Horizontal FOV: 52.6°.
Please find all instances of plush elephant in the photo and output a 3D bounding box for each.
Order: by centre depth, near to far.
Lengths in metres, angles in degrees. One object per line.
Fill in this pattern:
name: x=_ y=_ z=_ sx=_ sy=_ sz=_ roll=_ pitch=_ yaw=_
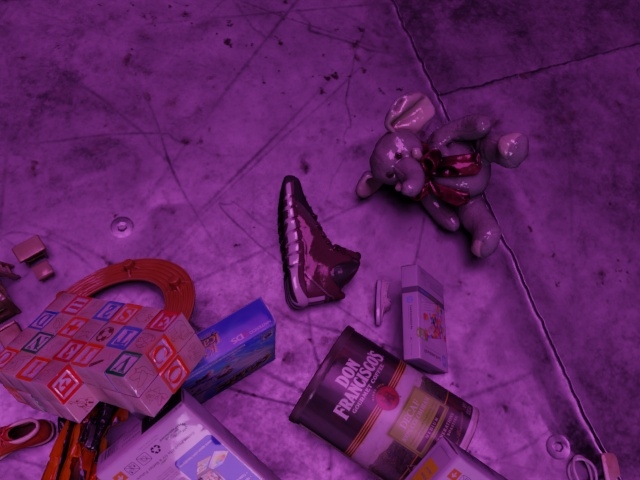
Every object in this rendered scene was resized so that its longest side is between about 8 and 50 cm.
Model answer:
plush elephant: x=0.222 y=-0.154 z=1.341 sx=0.256 sy=0.271 sz=0.330 roll=-4 pitch=38 yaw=-21

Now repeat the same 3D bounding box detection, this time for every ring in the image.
ring: x=-0.390 y=0.142 z=1.177 sx=0.337 sy=0.032 sz=0.336 roll=-11 pitch=39 yaw=9

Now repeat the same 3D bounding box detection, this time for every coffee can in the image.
coffee can: x=0.112 y=0.309 z=1.158 sx=0.275 sy=0.201 sz=0.201 roll=32 pitch=68 yaw=8

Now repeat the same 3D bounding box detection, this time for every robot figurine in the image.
robot figurine: x=-0.406 y=0.367 z=1.105 sx=0.085 sy=0.211 sz=0.290 roll=25 pitch=61 yaw=-32

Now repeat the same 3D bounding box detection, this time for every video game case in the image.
video game case: x=-0.204 y=0.226 z=1.139 sx=0.270 sy=0.244 sz=0.061 roll=-30 pitch=72 yaw=-16

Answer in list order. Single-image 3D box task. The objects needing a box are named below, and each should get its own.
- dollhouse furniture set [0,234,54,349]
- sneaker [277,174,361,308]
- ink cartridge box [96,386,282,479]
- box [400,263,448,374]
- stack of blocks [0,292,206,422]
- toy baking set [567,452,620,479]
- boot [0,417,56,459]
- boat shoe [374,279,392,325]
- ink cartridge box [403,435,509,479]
dollhouse furniture set: x=-0.575 y=0.095 z=1.237 sx=0.161 sy=0.101 sz=0.182 roll=-33 pitch=74 yaw=-17
sneaker: x=0.000 y=0.000 z=1.344 sx=0.163 sy=0.106 sz=0.281 roll=-3 pitch=78 yaw=-12
ink cartridge box: x=-0.171 y=0.423 z=1.067 sx=0.176 sy=0.069 sz=0.371 roll=-40 pitch=110 yaw=0
box: x=0.204 y=0.156 z=1.267 sx=0.038 sy=0.145 sz=0.186 roll=-11 pitch=63 yaw=29
stack of blocks: x=-0.343 y=0.181 z=0.985 sx=0.297 sy=0.087 sz=0.171 roll=3 pitch=41 yaw=35
toy baking set: x=0.494 y=0.515 z=1.199 sx=0.256 sy=0.030 sz=0.196 roll=-27 pitch=72 yaw=-16
boot: x=-0.560 y=0.349 z=1.140 sx=0.158 sy=0.084 sz=0.059 roll=-18 pitch=71 yaw=-11
boat shoe: x=0.130 y=0.128 z=1.329 sx=0.035 sy=0.035 sz=0.100 roll=6 pitch=60 yaw=0
ink cartridge box: x=0.207 y=0.507 z=1.051 sx=0.304 sy=0.072 sz=0.307 roll=38 pitch=97 yaw=-26
